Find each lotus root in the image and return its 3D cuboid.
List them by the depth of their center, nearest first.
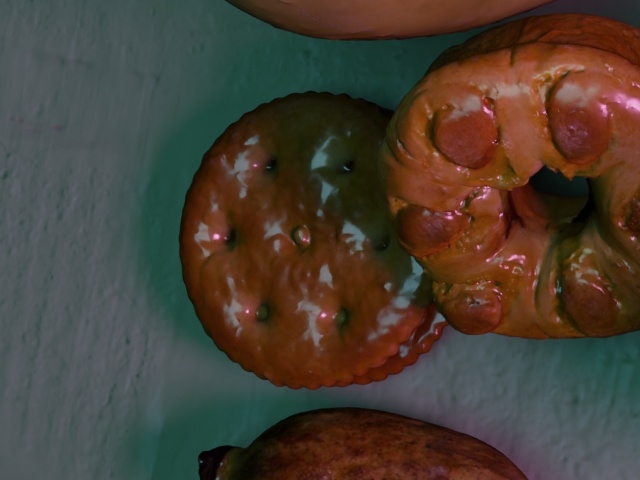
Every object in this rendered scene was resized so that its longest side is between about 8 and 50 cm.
[{"bbox_3d":[0.030,0.189,1.127,0.260,0.128,0.145,11,80,20],"label":"lotus root"}]

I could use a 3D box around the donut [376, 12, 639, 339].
[{"bbox_3d":[0.148,-0.036,1.028,0.226,0.114,0.227,9,128,12],"label":"donut"}]

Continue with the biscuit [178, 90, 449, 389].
[{"bbox_3d":[0.000,0.000,1.180,0.220,0.066,0.220,-1,87,29],"label":"biscuit"}]

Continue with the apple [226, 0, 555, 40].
[{"bbox_3d":[0.059,-0.353,0.957,0.473,0.473,0.474,0,89,26],"label":"apple"}]
